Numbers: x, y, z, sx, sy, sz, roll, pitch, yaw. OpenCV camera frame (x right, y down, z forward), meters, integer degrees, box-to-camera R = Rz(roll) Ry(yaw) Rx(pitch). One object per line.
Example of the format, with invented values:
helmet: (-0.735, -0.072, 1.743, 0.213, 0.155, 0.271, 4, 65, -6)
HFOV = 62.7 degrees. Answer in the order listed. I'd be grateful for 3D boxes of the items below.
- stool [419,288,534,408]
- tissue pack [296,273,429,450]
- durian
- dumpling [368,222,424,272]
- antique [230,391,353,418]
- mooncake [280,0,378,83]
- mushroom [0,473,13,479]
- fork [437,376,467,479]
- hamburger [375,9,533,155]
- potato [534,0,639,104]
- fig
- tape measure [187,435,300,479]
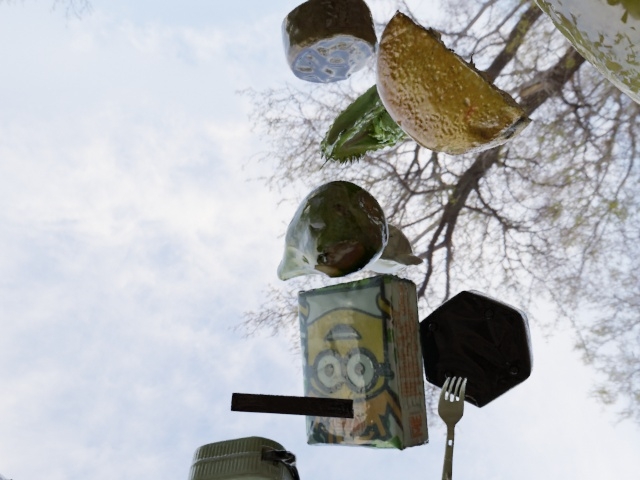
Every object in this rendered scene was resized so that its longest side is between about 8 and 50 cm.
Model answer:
stool: (0.315, 0.214, 1.064, 0.141, 0.232, 0.232, 11, -124, -66)
tissue pack: (0.078, 0.236, 1.021, 0.128, 0.228, 0.310, 13, -112, -48)
durian: (0.137, -0.297, 1.198, 0.157, 0.356, 0.169, 58, -160, 9)
dumpling: (0.161, 0.025, 1.274, 0.229, 0.151, 0.124, 15, -75, -31)
antique: (-0.043, 0.258, 0.822, 0.192, 0.015, 0.031, 5, -109, -4)
mooncake: (0.029, -0.592, 1.575, 0.285, 0.284, 0.155, -6, -104, -23)
mushroom: (-0.503, 0.415, 0.660, 0.345, 0.345, 0.239, 28, -111, -9)
fork: (0.164, 0.277, 0.672, 0.034, 0.028, 0.219, 3, -85, -8)
hamburger: (0.183, -0.234, 0.839, 0.283, 0.156, 0.144, 48, -145, 19)
potato: (0.249, -0.257, 0.336, 0.359, 0.270, 0.219, 53, -131, -6)
fig: (0.000, 0.000, 1.113, 0.206, 0.275, 0.206, 37, -144, -33)
tape measure: (-0.130, 0.480, 1.022, 0.207, 0.235, 0.115, -14, -147, 6)
